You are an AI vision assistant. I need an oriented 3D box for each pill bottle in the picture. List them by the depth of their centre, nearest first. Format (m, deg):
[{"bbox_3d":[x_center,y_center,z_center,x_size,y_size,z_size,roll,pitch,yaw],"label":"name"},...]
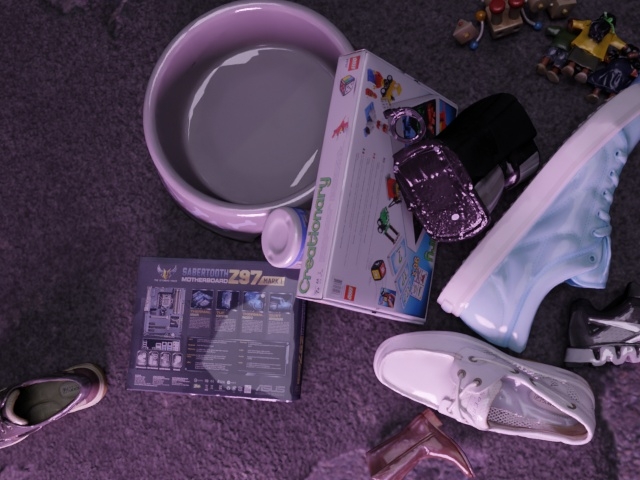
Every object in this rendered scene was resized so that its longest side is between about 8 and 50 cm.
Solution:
[{"bbox_3d":[0.000,0.000,0.901,0.078,0.137,0.078,-8,80,50],"label":"pill bottle"}]

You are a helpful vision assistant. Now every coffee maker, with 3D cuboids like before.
[{"bbox_3d":[0.180,-0.112,0.847,0.120,0.178,0.171,7,124,38],"label":"coffee maker"}]

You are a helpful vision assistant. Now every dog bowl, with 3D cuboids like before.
[{"bbox_3d":[-0.084,-0.173,0.965,0.348,0.102,0.349,-2,79,8],"label":"dog bowl"}]

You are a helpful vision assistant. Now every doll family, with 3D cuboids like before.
[{"bbox_3d":[0.390,-0.245,0.926,0.193,0.076,0.111,33,82,7],"label":"doll family"}]

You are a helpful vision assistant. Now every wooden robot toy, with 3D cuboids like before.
[{"bbox_3d":[0.257,-0.332,0.961,0.173,0.076,0.079,-16,67,5],"label":"wooden robot toy"}]

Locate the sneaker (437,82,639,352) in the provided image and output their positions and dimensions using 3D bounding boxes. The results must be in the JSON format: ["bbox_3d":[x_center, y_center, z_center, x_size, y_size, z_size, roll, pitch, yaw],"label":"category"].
[{"bbox_3d":[0.315,-0.018,0.870,0.150,0.135,0.366,40,98,12],"label":"sneaker"}]

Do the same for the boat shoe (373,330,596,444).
[{"bbox_3d":[0.198,0.183,0.852,0.276,0.096,0.098,10,109,10],"label":"boat shoe"}]

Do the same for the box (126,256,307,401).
[{"bbox_3d":[-0.137,0.118,0.944,0.232,0.059,0.184,1,81,9],"label":"box"}]

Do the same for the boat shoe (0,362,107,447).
[{"bbox_3d":[-0.408,0.228,0.957,0.223,0.073,0.080,-22,78,4],"label":"boat shoe"}]

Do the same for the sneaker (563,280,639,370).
[{"bbox_3d":[0.417,0.101,0.856,0.234,0.078,0.106,-5,82,10],"label":"sneaker"}]

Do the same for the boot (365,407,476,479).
[{"bbox_3d":[0.125,0.287,0.887,0.114,0.037,0.106,-38,64,-3],"label":"boot"}]

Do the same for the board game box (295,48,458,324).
[{"bbox_3d":[0.080,-0.059,0.881,0.053,0.193,0.306,1,77,47],"label":"board game box"}]
